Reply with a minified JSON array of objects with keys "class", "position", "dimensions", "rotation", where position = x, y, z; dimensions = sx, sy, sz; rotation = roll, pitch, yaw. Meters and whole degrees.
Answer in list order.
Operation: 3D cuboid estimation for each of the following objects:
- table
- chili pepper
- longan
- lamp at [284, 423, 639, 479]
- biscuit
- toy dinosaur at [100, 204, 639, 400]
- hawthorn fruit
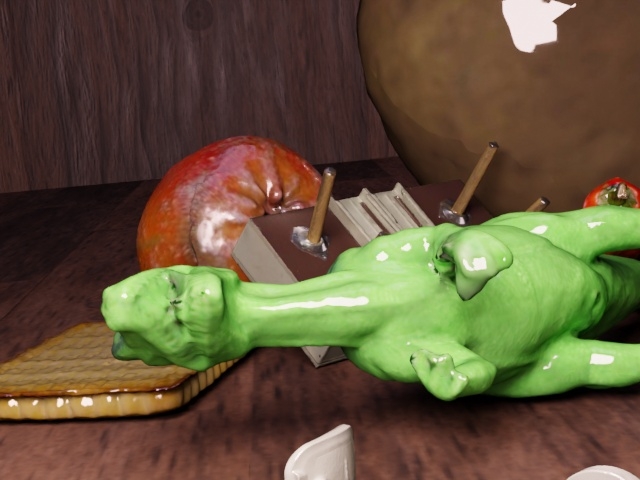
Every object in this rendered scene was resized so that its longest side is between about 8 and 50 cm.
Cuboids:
[{"class":"table","position":[0.071,-0.003,1.140],"dimensions":[0.240,0.111,0.121],"rotation":[-12,53,-42]},{"class":"chili pepper","position":[0.225,-0.009,1.124],"dimensions":[0.059,0.050,0.191],"rotation":[-24,-22,-5]},{"class":"longan","position":[0.249,-0.166,1.373],"dimensions":[0.404,0.404,0.436],"rotation":[-3,-7,19]},{"class":"lamp","position":[0.069,0.114,0.647],"dimensions":[0.198,0.050,0.056],"rotation":[1,7,41]},{"class":"biscuit","position":[-0.146,0.092,1.069],"dimensions":[0.172,0.029,0.254],"rotation":[-3,7,13]},{"class":"toy dinosaur","position":[0.074,0.059,0.973],"dimensions":[0.374,0.144,0.500],"rotation":[-6,-7,1]},{"class":"hawthorn fruit","position":[-0.073,-0.001,1.237],"dimensions":[0.172,0.173,0.173],"rotation":[-5,7,1]}]
